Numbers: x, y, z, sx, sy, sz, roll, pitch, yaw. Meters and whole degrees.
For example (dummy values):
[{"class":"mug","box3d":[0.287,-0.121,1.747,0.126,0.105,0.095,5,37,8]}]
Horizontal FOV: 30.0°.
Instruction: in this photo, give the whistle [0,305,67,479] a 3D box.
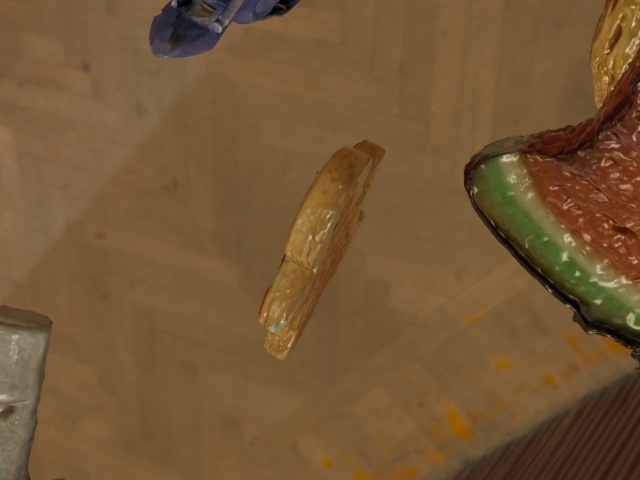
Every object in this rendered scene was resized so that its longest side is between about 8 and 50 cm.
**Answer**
[{"class":"whistle","box3d":[-0.256,0.218,0.869,0.142,0.134,0.346,17,99,25]}]

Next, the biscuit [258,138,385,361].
[{"class":"biscuit","box3d":[0.000,0.000,0.835,0.030,0.153,0.234,26,166,6]}]

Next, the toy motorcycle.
[{"class":"toy motorcycle","box3d":[-0.046,-0.190,0.802,0.076,0.205,0.114,30,123,8]}]

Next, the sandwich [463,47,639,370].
[{"class":"sandwich","box3d":[0.272,-0.070,0.899,0.250,0.162,0.301,34,130,-4]}]

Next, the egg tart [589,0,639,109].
[{"class":"egg tart","box3d":[0.413,-0.256,1.297,0.128,0.319,0.319,56,138,43]}]
